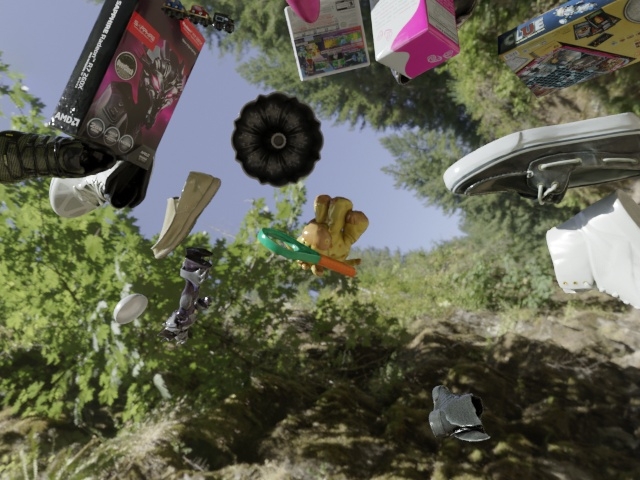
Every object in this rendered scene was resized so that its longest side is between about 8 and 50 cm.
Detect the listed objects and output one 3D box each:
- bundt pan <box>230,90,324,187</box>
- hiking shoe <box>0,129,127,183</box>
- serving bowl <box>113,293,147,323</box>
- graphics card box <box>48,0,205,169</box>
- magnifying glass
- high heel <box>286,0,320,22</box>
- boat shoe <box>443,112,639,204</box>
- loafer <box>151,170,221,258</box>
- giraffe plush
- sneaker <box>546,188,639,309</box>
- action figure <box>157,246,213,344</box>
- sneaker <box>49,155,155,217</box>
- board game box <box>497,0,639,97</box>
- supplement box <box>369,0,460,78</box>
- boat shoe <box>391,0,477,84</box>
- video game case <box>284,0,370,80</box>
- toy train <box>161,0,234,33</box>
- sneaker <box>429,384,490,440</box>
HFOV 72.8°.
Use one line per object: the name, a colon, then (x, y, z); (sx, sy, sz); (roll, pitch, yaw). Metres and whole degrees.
bundt pan: (-0.161, -0.358, 1.557); (0.331, 0.124, 0.330); (-4, -76, -15)
hiking shoe: (-0.436, -0.138, 0.691); (0.227, 0.114, 0.086); (-19, -73, -51)
serving bowl: (-0.454, 0.157, 1.027); (0.083, 0.027, 0.083); (-44, -20, -21)
graphics card box: (-0.420, -0.370, 0.982); (0.370, 0.094, 0.233); (-66, -16, -3)
magnifying glass: (-0.025, 0.028, 0.915); (0.231, 0.092, 0.026); (25, -75, -23)
high heel: (-0.027, -0.512, 0.750); (0.082, 0.117, 0.243); (-31, -59, -29)
boat shoe: (0.387, -0.121, 0.736); (0.121, 0.336, 0.119); (51, -154, -72)
loafer: (-0.367, -0.072, 1.141); (0.268, 0.092, 0.102); (-53, 10, 3)
giraffe plush: (0.000, 0.000, 1.091); (0.171, 0.182, 0.210); (-19, -63, -48)
sneaker: (0.523, 0.077, 0.752); (0.108, 0.292, 0.169); (-13, -20, -42)
action figure: (-0.360, 0.168, 1.190); (0.185, 0.099, 0.284); (-77, 4, -71)
sneaker: (-0.643, -0.160, 1.247); (0.448, 0.257, 0.169); (-35, -46, 18)
board game box: (0.442, -0.328, 0.701); (0.165, 0.243, 0.042); (19, -111, -40)
supplement box: (0.165, -0.431, 0.787); (0.114, 0.111, 0.219); (7, -104, -43)
boat shoe: (0.252, -0.457, 0.968); (0.112, 0.335, 0.095); (-14, -90, -17)
video game case: (0.022, -0.544, 1.163); (0.202, 0.023, 0.183); (-18, -71, -12)
toy train: (-0.250, -0.460, 0.885); (0.027, 0.159, 0.036); (-56, -18, -73)
sneaker: (0.235, 0.286, 0.733); (0.051, 0.089, 0.170); (65, -159, 2)
